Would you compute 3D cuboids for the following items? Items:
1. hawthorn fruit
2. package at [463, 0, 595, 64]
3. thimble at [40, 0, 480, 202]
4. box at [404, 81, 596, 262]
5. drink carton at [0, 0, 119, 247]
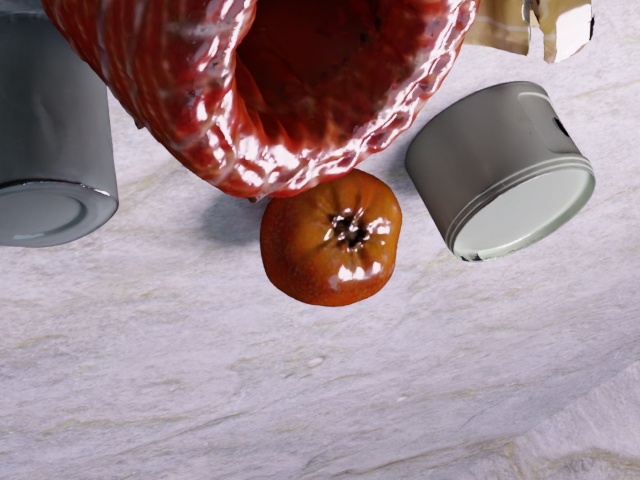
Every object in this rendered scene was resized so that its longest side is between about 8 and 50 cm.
[{"bbox_3d":[0.000,0.000,1.679,0.196,0.197,0.225,-12,176,-25],"label":"hawthorn fruit"},{"bbox_3d":[0.171,-0.319,1.140,0.221,0.165,0.311,-20,139,-12],"label":"package"},{"bbox_3d":[-0.048,-0.218,1.043,0.350,0.230,0.350,-29,147,-21],"label":"thimble"},{"bbox_3d":[0.250,-0.091,1.729,0.226,0.149,0.226,-21,154,-11],"label":"box"},{"bbox_3d":[-0.271,-0.102,1.169,0.191,0.190,0.185,-28,156,37],"label":"drink carton"}]
